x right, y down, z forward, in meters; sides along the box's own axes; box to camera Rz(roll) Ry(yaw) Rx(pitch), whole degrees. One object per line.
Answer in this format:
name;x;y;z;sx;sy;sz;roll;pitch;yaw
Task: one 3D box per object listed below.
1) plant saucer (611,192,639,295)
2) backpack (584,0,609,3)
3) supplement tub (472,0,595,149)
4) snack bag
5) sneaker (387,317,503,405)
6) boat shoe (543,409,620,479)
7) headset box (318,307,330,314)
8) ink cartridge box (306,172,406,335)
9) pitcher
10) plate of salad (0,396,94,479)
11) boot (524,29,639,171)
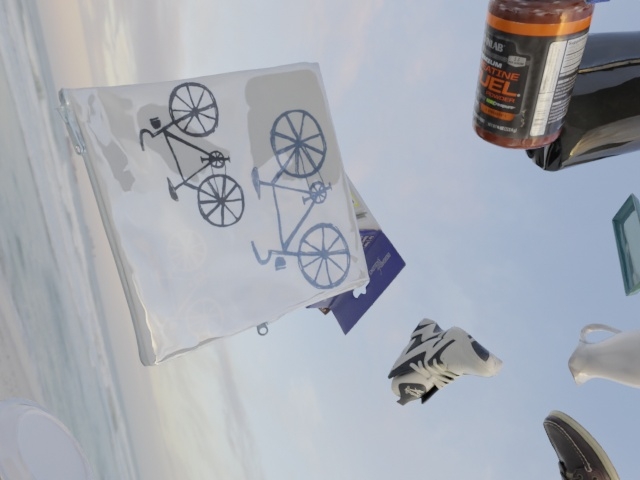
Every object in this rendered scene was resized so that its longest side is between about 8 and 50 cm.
plant saucer;0.511;0.004;0.791;0.067;0.018;0.192;100;9;-45
backpack;0.214;-0.212;0.239;0.158;0.173;0.117;80;10;-52
supplement tub;0.229;-0.208;0.528;0.106;0.105;0.198;50;-26;45
snack bag;-0.101;-0.043;0.600;0.037;0.342;0.324;-1;-74;56
sneaker;0.189;0.219;0.797;0.094;0.153;0.235;39;-8;-15
boat shoe;0.519;0.477;0.942;0.285;0.092;0.103;61;-15;8
headset box;0.007;0.045;1.240;0.218;0.110;0.293;43;-38;5
ink cartridge box;0.000;0.000;0.920;0.307;0.072;0.304;62;-30;24
pitcher;0.676;0.242;1.069;0.207;0.178;0.126;-16;-62;42
plate of salad;-0.369;0.298;0.640;0.200;0.048;0.200;52;-10;13
boot;0.509;-0.158;0.637;0.146;0.444;0.367;92;-11;-48
